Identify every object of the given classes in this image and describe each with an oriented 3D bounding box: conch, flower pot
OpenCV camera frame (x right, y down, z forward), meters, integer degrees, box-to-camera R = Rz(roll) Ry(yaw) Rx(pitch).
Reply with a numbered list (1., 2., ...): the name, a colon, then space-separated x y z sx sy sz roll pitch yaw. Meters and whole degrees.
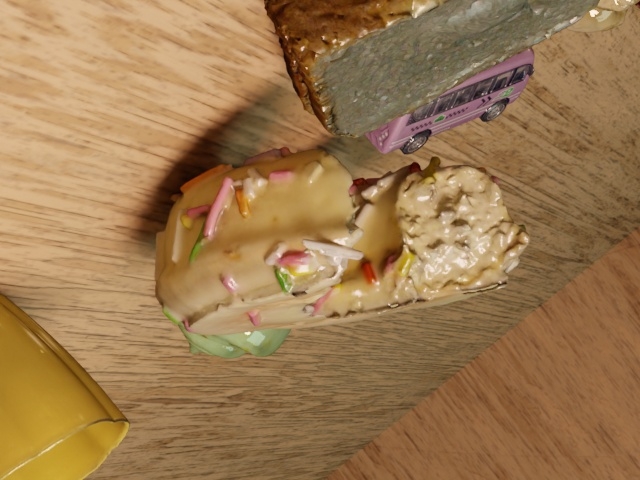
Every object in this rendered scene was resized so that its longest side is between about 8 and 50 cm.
1. conch: -0.060 0.026 2.094 0.250 0.137 0.143 -54 140 -9
2. flower pot: -0.300 0.150 1.738 0.195 0.179 0.195 -33 166 -9

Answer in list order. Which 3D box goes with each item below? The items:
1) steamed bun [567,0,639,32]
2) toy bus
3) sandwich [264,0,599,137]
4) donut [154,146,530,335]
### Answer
1. steamed bun: 0.319 -0.284 1.991 0.192 0.106 0.177 -33 164 -11
2. toy bus: 0.121 -0.168 1.915 0.199 0.096 0.108 -23 156 -34
3. sandwich: 0.106 -0.209 1.660 0.301 0.099 0.271 -29 160 0
4. donut: 0.000 0.002 1.864 0.307 0.150 0.371 -17 169 38
